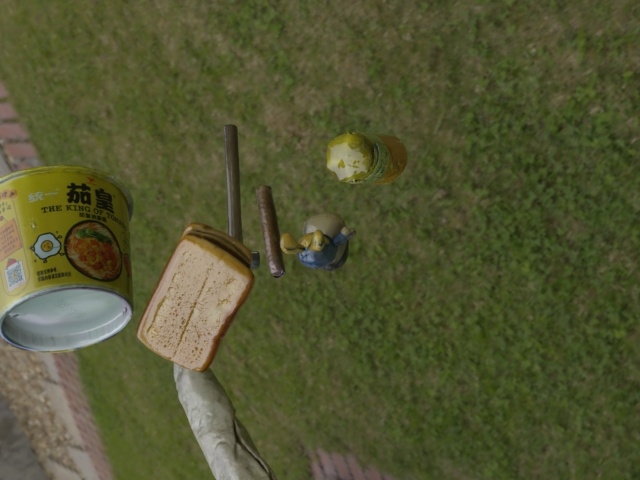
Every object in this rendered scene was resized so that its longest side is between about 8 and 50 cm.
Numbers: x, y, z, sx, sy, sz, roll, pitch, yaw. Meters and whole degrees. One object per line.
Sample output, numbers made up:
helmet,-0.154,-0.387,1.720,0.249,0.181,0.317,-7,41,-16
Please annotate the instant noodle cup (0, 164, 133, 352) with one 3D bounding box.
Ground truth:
instant noodle cup,-0.501,0.049,1.592,0.325,0.325,0.254,117,142,-51

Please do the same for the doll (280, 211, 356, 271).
doll,0.000,0.000,1.212,0.102,0.179,0.089,-6,82,13

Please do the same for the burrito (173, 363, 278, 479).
burrito,-0.117,0.311,1.179,0.392,0.076,0.117,53,171,34

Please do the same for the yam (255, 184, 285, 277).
yam,-0.126,-0.024,2.095,0.046,0.046,0.264,120,145,-52

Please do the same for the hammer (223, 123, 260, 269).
hammer,-0.210,-0.106,1.971,0.043,0.111,0.365,132,137,-64

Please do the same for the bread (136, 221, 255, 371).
bread,-0.166,0.078,1.120,0.116,0.077,0.200,26,118,-8

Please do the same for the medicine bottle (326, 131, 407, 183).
medicine bottle,0.106,-0.186,1.874,0.124,0.239,0.124,3,96,25
